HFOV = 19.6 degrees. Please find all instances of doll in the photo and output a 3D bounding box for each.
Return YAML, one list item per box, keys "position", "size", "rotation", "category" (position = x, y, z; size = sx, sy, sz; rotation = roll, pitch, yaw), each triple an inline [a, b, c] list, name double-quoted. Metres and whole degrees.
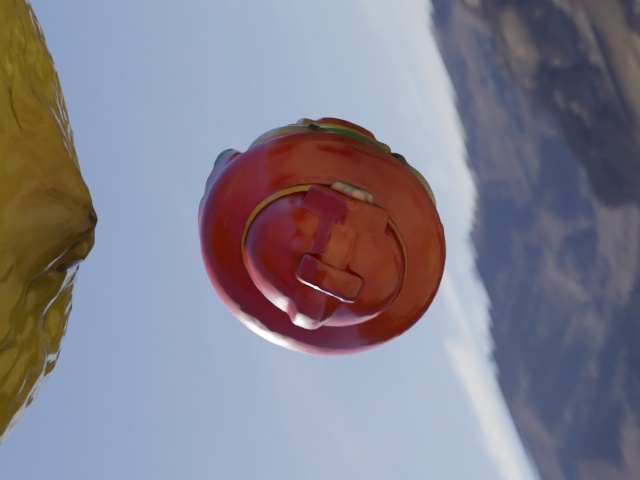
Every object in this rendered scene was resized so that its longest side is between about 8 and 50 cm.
- position: [0.000, -0.001, 1.324]
  size: [0.182, 0.160, 0.363]
  rotation: [23, -174, -4]
  category: "doll"

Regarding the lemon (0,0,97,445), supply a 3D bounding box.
- position: [-0.258, -0.015, 0.727]
  size: [0.336, 0.336, 0.336]
  rotation: [-22, -90, -81]
  category: "lemon"
